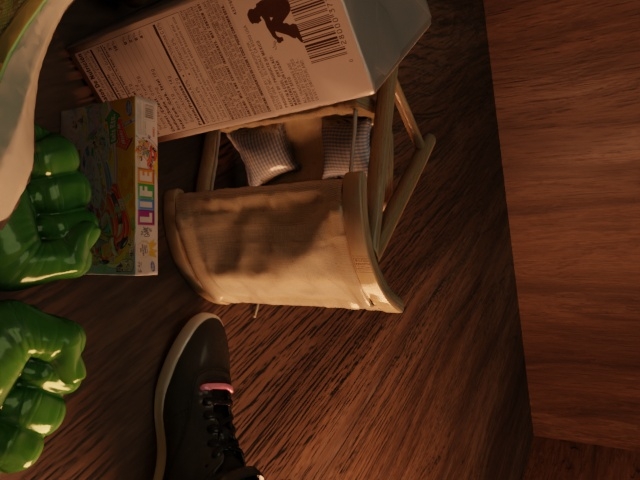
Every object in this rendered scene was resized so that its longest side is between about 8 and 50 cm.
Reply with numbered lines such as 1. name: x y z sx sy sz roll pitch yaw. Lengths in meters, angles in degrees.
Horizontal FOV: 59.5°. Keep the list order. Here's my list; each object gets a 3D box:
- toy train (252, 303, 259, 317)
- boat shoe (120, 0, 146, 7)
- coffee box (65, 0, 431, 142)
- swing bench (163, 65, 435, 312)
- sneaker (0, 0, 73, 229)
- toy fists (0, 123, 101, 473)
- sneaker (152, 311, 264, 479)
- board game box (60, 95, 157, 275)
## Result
1. toy train: 0.000 0.000 0.793 0.105 0.143 0.248 47 50 -48
2. boat shoe: -0.193 -0.342 0.550 0.073 0.073 0.206 13 77 -60
3. coffee box: -0.069 -0.195 0.536 0.168 0.297 0.118 -56 131 -43
4. swing bench: -0.026 -0.060 0.646 0.165 0.253 0.254 52 46 -45
5. sneaker: -0.237 -0.185 0.312 0.182 0.158 0.410 83 6 -71
6. toy fists: -0.245 0.041 0.430 0.142 0.096 0.279 16 74 -59
7. sneaker: -0.104 0.227 0.609 0.105 0.147 0.295 27 65 -54
8. board game box: -0.194 -0.046 0.509 0.026 0.104 0.154 1 87 -59
